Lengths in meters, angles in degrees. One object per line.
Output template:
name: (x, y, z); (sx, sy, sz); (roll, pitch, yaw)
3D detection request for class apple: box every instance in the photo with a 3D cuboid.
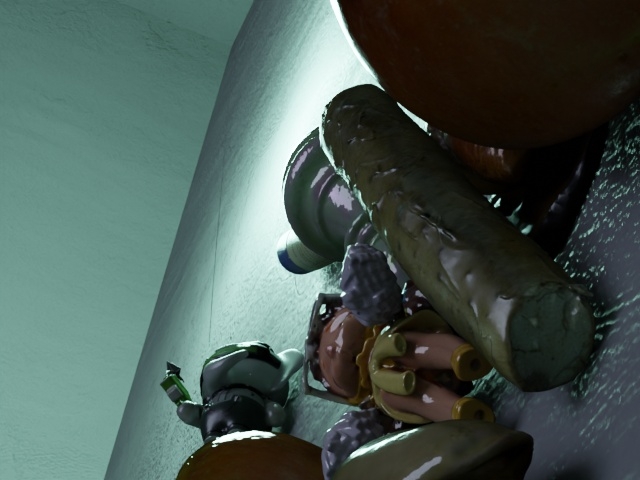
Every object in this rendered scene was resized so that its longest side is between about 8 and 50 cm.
apple: (0.114, -0.186, 1.085); (0.253, 0.253, 0.253); (-159, 90, -80)
apple: (-0.037, 0.246, 1.255); (0.235, 0.173, 0.210); (-81, -2, -59)

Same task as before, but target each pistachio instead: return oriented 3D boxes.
pistachio: (0.071, 0.172, 1.022); (0.129, 0.131, 0.206); (63, 151, 7)

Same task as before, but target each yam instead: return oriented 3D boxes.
yam: (0.079, -0.014, 1.172); (0.083, 0.083, 0.371); (-66, 28, 16)

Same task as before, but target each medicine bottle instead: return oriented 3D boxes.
medicine bottle: (0.000, 0.000, 1.906); (0.231, 0.059, 0.059); (154, 136, -76)

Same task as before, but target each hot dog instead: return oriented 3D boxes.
hot dog: (0.138, -0.128, 1.281); (0.326, 0.107, 0.194); (-91, 24, -64)

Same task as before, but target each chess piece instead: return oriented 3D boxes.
chess piece: (0.055, -0.003, 1.494); (0.139, 0.139, 0.272); (-66, 21, 18)

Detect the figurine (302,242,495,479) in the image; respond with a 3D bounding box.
figurine: (0.057, 0.091, 1.227); (0.240, 0.115, 0.175); (-164, 79, -81)

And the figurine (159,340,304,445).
figurine: (-0.088, 0.172, 1.886); (0.147, 0.126, 0.192); (-26, 21, 20)
